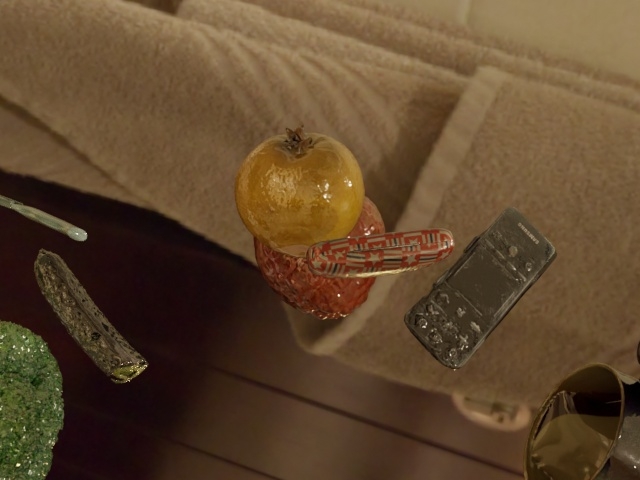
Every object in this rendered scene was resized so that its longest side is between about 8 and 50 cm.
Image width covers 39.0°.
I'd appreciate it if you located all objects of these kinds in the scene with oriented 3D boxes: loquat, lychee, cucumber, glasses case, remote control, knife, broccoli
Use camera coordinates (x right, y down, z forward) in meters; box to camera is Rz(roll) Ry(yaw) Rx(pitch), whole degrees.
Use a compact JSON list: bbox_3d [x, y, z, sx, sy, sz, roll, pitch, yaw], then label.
[{"bbox_3d":[-0.030,-0.077,1.439,0.208,0.208,0.208,16,90,-75],"label":"loquat"},{"bbox_3d":[0.000,0.000,1.674,0.255,0.255,0.300,30,47,-75],"label":"lychee"},{"bbox_3d":[-0.365,0.116,1.380,0.067,0.245,0.067,-42,175,-4],"label":"cucumber"},{"bbox_3d":[0.078,0.022,1.184,0.073,0.194,0.049,108,-26,-73],"label":"glasses case"},{"bbox_3d":[0.081,0.023,0.456,0.096,0.039,0.014,-43,179,-29],"label":"remote control"},{"bbox_3d":[-0.328,-0.035,0.980,0.028,0.210,0.015,5,102,-59],"label":"knife"},{"bbox_3d":[-0.372,0.162,0.824,0.270,0.270,0.270,-39,-159,18],"label":"broccoli"}]

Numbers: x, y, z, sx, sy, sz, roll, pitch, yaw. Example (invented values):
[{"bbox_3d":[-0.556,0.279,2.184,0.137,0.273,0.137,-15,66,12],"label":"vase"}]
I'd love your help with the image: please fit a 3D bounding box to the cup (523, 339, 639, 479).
[{"bbox_3d":[0.319,0.183,0.851,0.239,0.177,0.166,-63,-168,-8],"label":"cup"}]
